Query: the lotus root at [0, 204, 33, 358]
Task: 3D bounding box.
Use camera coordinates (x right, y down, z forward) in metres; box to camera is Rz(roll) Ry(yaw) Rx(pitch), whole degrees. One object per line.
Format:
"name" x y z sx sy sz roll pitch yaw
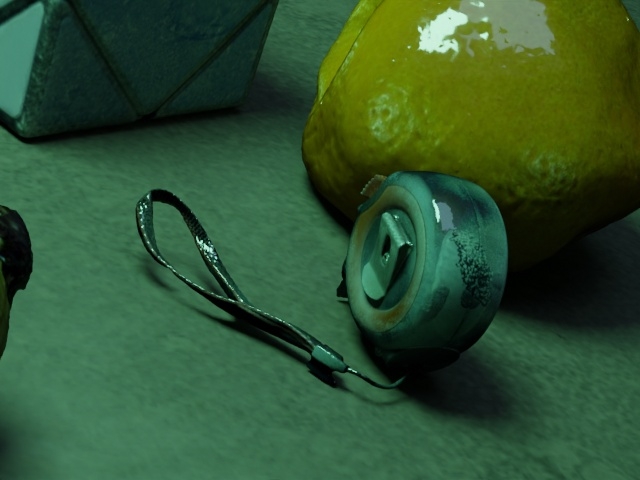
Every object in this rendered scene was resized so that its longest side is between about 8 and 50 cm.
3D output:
"lotus root" -0.206 0.028 0.511 0.138 0.138 0.214 35 40 27

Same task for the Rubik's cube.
"Rubik's cube" -0.152 -0.209 0.902 0.207 0.205 0.205 38 31 30

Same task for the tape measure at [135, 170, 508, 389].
"tape measure" 0.000 0.002 0.714 0.180 0.107 0.104 17 30 -14

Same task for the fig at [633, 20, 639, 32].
"fig" 0.174 -0.234 1.273 0.233 0.167 0.167 55 23 -13

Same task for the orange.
"orange" 0.116 -0.090 0.890 0.249 0.183 0.249 15 27 -7
